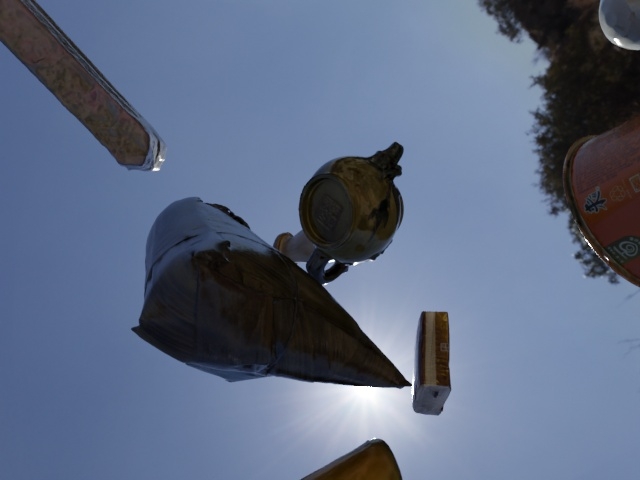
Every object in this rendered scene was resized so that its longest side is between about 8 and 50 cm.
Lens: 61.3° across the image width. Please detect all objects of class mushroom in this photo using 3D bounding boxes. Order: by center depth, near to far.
[{"bbox_3d":[0.000,0.000,1.486,0.128,0.350,0.128,17,-114,-43],"label":"mushroom"}]

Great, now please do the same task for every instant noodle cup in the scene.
[{"bbox_3d":[0.435,-0.074,0.622,0.230,0.182,0.230,11,-119,-20],"label":"instant noodle cup"}]

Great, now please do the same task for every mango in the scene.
[{"bbox_3d":[0.013,0.408,0.736,0.176,0.119,0.317,42,-124,9],"label":"mango"}]

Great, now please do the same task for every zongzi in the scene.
[{"bbox_3d":[-0.058,0.070,0.638,0.300,0.138,0.286,23,-170,-22],"label":"zongzi"}]

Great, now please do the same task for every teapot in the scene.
[{"bbox_3d":[0.064,-0.040,0.896,0.183,0.269,0.173,-8,-142,-45],"label":"teapot"}]

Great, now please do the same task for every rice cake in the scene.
[{"bbox_3d":[-0.276,-0.191,0.560,0.298,0.050,0.106,47,179,-8],"label":"rice cake"}]

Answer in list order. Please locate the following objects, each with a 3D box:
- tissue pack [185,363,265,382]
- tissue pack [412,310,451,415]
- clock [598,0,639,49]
[{"bbox_3d":[-0.225,0.299,1.498,0.192,0.271,0.134,32,-126,-33],"label":"tissue pack"},{"bbox_3d":[0.293,0.327,1.439,0.092,0.183,0.226,2,-131,6],"label":"tissue pack"},{"bbox_3d":[0.706,-0.464,0.977,0.342,0.184,0.325,13,-121,25],"label":"clock"}]
